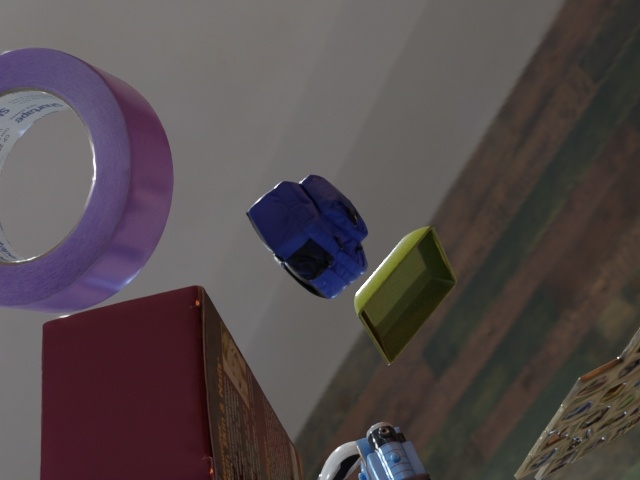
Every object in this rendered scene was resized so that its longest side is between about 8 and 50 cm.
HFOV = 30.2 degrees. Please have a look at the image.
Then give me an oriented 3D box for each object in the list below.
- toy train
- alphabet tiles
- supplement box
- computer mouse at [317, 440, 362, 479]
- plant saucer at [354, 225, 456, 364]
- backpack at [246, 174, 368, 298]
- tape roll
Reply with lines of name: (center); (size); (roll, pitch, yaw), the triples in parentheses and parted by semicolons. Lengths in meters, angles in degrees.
toy train: (0.102, 0.311, 1.495); (0.080, 0.184, 0.105); (-15, -43, -10)
alphabet tiles: (0.367, 0.166, 1.374); (0.285, 0.011, 0.342); (-21, -30, -26)
supplement box: (-0.064, 0.120, 0.585); (0.080, 0.104, 0.188); (-13, -37, 7)
computer mouse: (0.012, 0.426, 2.139); (0.193, 0.042, 0.106); (-49, 6, 6)
plant saucer: (0.129, 0.082, 1.905); (0.188, 0.045, 0.188); (-49, -35, -13)
backpack: (0.000, 0.000, 1.254); (0.101, 0.098, 0.120); (-36, -48, 8)
tape roll: (-0.298, -0.062, 1.268); (0.275, 0.275, 0.090); (-41, -21, 13)
